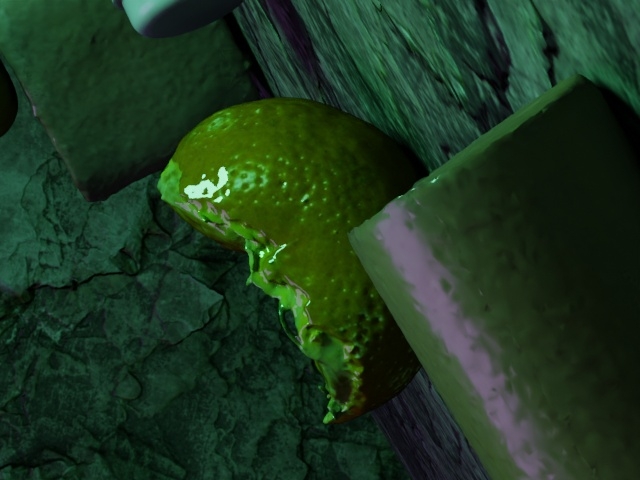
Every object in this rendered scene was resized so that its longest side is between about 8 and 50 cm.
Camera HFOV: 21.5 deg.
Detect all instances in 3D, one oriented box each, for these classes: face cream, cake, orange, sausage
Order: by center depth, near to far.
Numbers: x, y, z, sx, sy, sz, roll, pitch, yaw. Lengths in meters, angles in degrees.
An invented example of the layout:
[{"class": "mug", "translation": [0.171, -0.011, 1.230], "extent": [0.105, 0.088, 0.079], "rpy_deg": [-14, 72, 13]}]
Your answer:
[{"class": "sausage", "translation": [0.122, 0.068, 0.690], "extent": [0.253, 0.123, 0.123], "rpy_deg": [58, 175, -3]}, {"class": "orange", "translation": [0.006, -0.001, 1.196], "extent": [0.237, 0.158, 0.179], "rpy_deg": [55, -179, 7]}, {"class": "face cream", "translation": [-0.115, -0.223, 1.312], "extent": [0.117, 0.117, 0.104], "rpy_deg": [94, 152, -82]}, {"class": "cake", "translation": [-0.229, -0.230, 1.761], "extent": [0.237, 0.230, 0.309], "rpy_deg": [50, 170, 52]}]

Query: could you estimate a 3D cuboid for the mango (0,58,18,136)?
[{"class": "mango", "translation": [-0.359, -0.162, 1.689], "extent": [0.137, 0.091, 0.237], "rpy_deg": [56, 174, -7]}]
